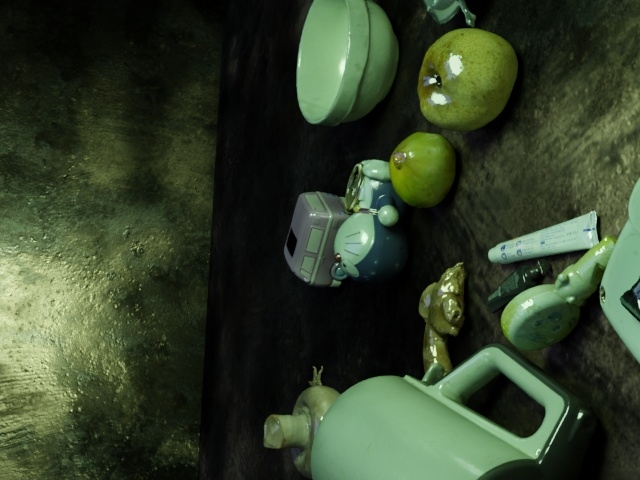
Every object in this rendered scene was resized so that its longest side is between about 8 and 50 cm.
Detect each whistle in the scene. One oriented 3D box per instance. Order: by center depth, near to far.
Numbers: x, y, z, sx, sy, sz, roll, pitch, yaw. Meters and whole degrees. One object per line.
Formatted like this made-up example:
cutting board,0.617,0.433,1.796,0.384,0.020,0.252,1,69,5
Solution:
whistle,0.317,0.067,0.976,0.198,0.104,0.057,-55,35,28

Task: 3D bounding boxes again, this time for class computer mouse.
computer mouse,0.238,-0.479,1.329,0.167,0.090,0.379,114,156,-43

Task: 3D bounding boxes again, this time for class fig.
fig,0.185,-0.130,1.346,0.153,0.120,0.136,86,172,-59

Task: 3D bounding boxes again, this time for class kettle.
kettle,0.199,0.317,1.071,0.361,0.250,0.376,-56,22,-9

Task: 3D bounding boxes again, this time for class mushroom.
mushroom,-0.027,0.416,1.616,0.204,0.204,0.204,-173,90,-69

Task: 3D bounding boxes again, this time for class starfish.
starfish,-0.011,0.355,1.849,0.086,0.016,0.092,123,144,-54

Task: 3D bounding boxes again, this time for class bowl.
bowl,0.066,-0.402,1.663,0.307,0.163,0.307,-174,90,-68

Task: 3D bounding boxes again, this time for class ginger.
ginger,0.209,0.153,1.269,0.133,0.058,0.214,139,135,-67

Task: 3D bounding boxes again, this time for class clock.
clock,0.109,-0.034,1.472,0.199,0.146,0.244,-174,95,-74

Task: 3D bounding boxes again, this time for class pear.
pear,0.236,-0.264,1.213,0.167,0.136,0.167,-177,90,-67

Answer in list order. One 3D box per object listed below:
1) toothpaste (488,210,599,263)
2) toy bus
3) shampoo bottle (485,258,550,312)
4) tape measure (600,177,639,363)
toothpaste,0.317,0.005,1.073,0.218,0.033,0.052,156,118,-63
toy bus,0.000,0.000,1.743,0.142,0.142,0.203,-121,41,-57
shampoo bottle,0.295,0.067,1.114,0.137,0.027,0.048,127,153,-53
tape measure,0.394,0.039,0.728,0.243,0.125,0.246,-122,43,-59
